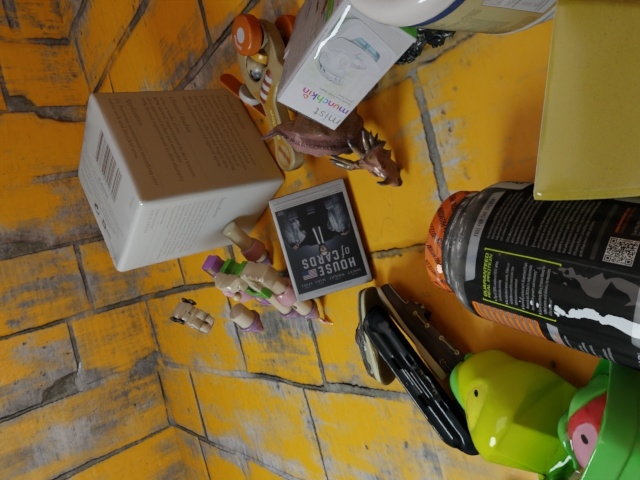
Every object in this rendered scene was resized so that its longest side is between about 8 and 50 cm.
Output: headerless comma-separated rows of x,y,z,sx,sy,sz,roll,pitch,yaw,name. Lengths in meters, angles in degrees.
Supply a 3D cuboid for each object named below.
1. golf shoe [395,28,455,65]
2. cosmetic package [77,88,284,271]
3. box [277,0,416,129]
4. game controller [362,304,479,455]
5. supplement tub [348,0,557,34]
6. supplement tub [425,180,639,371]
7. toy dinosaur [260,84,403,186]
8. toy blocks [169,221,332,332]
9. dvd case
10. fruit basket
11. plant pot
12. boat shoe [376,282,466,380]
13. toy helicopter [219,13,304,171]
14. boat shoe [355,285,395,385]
0.156,-0.369,0.845,0.198,0.077,0.094,-2,79,53,golf shoe
-0.378,-0.168,1.308,0.330,0.393,0.327,61,140,18,cosmetic package
0.043,-0.367,0.826,0.231,0.126,0.262,-41,34,49,box
0.192,0.260,0.933,0.319,0.067,0.166,53,166,9,game controller
0.189,-0.372,0.586,0.228,0.316,0.229,22,119,46,supplement tub
0.322,0.031,0.650,0.337,0.207,0.207,16,115,48,supplement tub
0.014,-0.200,0.951,0.127,0.295,0.201,84,-170,-52,toy dinosaur
-0.149,0.146,1.255,0.288,0.309,0.260,5,149,43,toy blocks
0.000,0.000,1.096,0.029,0.179,0.239,0,-107,-84,dvd case
0.337,0.304,0.706,0.391,0.283,0.393,13,116,30,fruit basket
0.372,-0.155,0.542,0.187,0.212,0.212,12,112,35,plant pot
0.195,0.167,0.974,0.228,0.068,0.081,54,-179,33,boat shoe
-0.125,-0.331,1.150,0.235,0.140,0.355,-14,93,55,toy helicopter
0.110,0.211,1.083,0.073,0.080,0.224,-3,104,47,boat shoe
